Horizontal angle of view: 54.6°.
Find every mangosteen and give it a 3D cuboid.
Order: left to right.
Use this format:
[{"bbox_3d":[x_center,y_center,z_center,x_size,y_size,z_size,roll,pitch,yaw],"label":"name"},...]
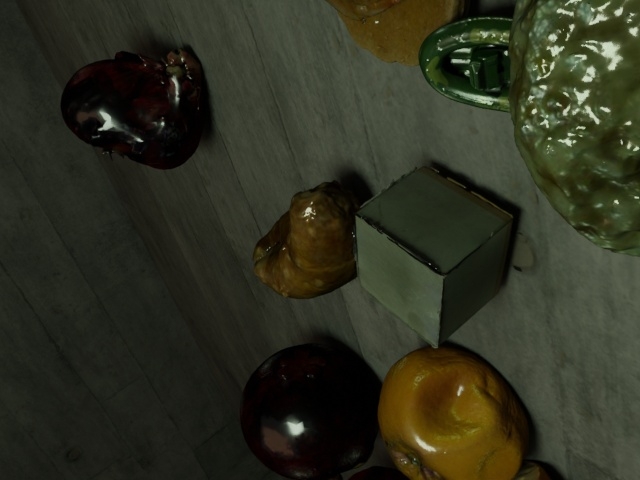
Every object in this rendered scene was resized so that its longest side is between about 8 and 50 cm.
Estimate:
[{"bbox_3d":[-0.016,0.397,1.347,0.307,0.307,0.346,26,134,48],"label":"mangosteen"}]

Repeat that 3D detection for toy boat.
[{"bbox_3d":[0.185,-0.151,0.557,0.210,0.052,0.104,20,152,32],"label":"toy boat"}]

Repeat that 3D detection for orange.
[{"bbox_3d":[0.194,0.299,0.985,0.249,0.183,0.248,41,151,30],"label":"orange"}]

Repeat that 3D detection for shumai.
[{"bbox_3d":[0.249,-0.103,0.362,0.255,0.189,0.218,56,159,-14],"label":"shumai"}]

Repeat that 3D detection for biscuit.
[{"bbox_3d":[0.081,-0.277,0.620,0.181,0.049,0.208,39,149,35],"label":"biscuit"}]

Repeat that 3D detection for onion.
[{"bbox_3d":[-0.365,-0.259,1.223,0.281,0.281,0.221,100,164,-58],"label":"onion"}]

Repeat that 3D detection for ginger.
[{"bbox_3d":[0.000,0.000,1.016,0.321,0.173,0.165,131,141,-60],"label":"ginger"}]

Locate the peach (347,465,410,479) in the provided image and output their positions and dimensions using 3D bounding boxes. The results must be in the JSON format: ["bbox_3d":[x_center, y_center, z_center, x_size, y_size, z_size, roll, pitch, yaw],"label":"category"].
[{"bbox_3d":[0.159,0.694,1.359,0.388,0.388,0.388,42,153,28],"label":"peach"}]

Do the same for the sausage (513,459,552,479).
[{"bbox_3d":[0.335,0.519,0.949,0.287,0.233,0.233,51,156,11],"label":"sausage"}]

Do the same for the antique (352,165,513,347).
[{"bbox_3d":[0.139,0.012,0.761,0.147,0.148,0.151,40,152,34],"label":"antique"}]

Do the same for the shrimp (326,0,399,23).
[{"bbox_3d":[0.044,-0.261,0.573,0.287,0.063,0.152,44,155,36],"label":"shrimp"}]
